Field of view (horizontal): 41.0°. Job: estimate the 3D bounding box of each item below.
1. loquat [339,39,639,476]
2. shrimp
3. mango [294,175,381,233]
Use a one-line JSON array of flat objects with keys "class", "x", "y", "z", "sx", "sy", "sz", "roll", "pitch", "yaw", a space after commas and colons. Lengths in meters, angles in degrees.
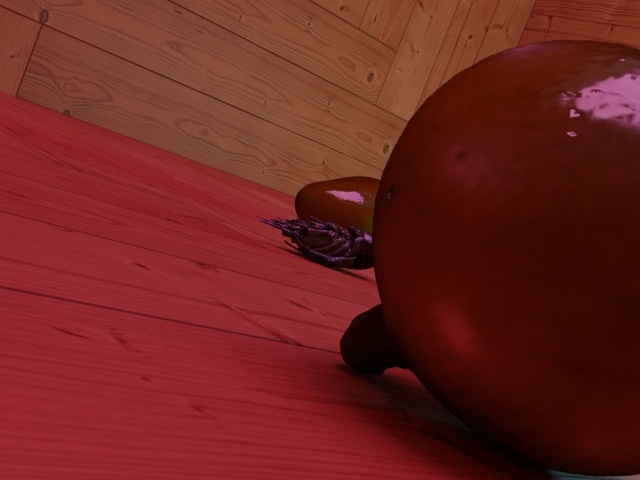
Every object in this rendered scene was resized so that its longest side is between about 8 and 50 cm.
[{"class": "loquat", "x": 0.171, "y": 0.019, "z": 0.649, "sx": 0.359, "sy": 0.328, "sz": 0.328, "roll": -24, "pitch": -15, "yaw": 21}, {"class": "shrimp", "x": 0.000, "y": 0.000, "z": 1.425, "sx": 0.233, "sy": 0.079, "sz": 0.090, "roll": 18, "pitch": 43, "yaw": -19}, {"class": "mango", "x": 0.072, "y": -0.061, "z": 1.917, "sx": 0.211, "sy": 0.173, "sz": 0.317, "roll": 24, "pitch": 11, "yaw": 34}]
